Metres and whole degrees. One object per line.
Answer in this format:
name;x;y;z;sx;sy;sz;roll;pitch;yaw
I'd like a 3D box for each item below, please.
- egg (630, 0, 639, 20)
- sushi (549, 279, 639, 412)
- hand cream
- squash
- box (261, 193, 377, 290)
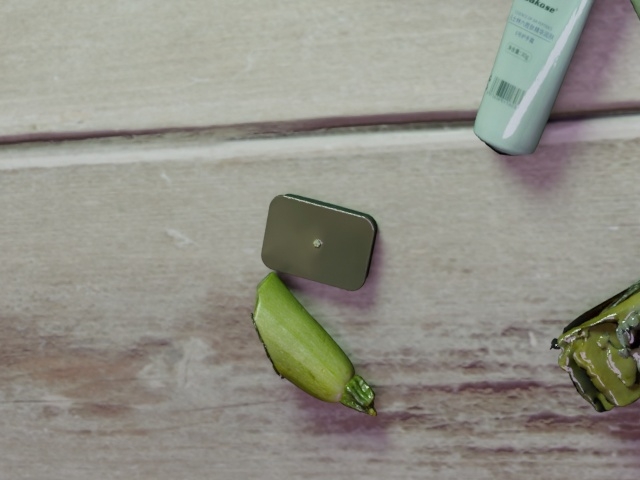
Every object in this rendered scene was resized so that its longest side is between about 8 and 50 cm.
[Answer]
egg;0.398;-0.301;1.338;0.288;0.287;0.379;10;115;16
sushi;0.387;0.085;1.531;0.291;0.131;0.139;-32;91;15
hand cream;0.231;-0.236;1.525;0.109;0.067;0.320;38;119;46
squash;-0.016;0.134;1.706;0.075;0.090;0.200;-42;92;-9
box;0.000;0.000;1.691;0.126;0.031;0.091;14;108;14
